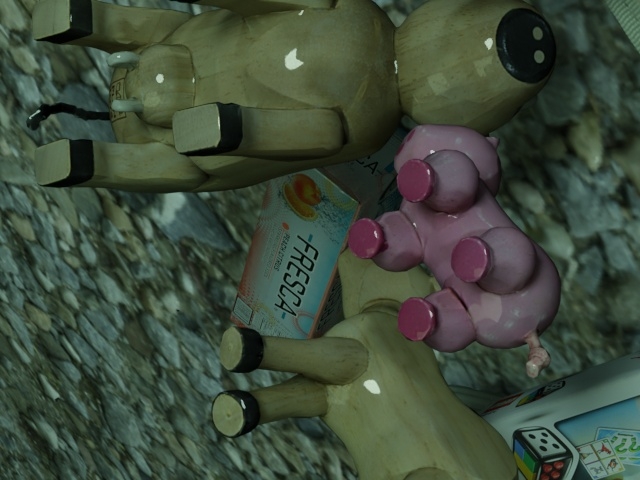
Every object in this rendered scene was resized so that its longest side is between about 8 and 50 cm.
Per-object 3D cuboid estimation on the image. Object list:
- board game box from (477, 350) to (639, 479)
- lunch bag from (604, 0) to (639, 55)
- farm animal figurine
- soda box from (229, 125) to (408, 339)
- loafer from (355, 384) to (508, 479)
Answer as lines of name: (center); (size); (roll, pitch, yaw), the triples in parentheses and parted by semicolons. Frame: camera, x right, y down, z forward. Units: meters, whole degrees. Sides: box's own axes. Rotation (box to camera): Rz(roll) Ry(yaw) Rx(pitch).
board game box: (0.221, 0.121, 0.577); (0.305, 0.053, 0.193); (-27, 90, 39)
lunch bag: (0.174, -0.143, 0.372); (0.287, 0.169, 0.235); (51, 150, 9)
farm animal figurine: (0.011, -0.049, 0.614); (0.327, 0.172, 0.330); (16, 99, 43)
soda box: (0.000, 0.000, 0.798); (0.058, 0.063, 0.183); (39, 146, 13)
loafer: (0.150, 0.157, 0.742); (0.319, 0.111, 0.112); (3, 126, 47)
